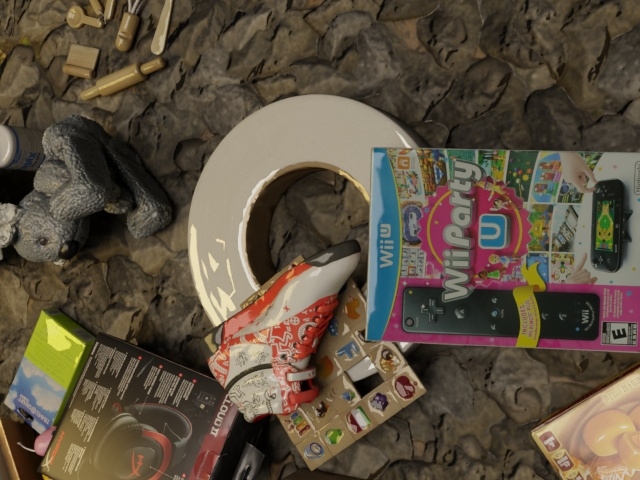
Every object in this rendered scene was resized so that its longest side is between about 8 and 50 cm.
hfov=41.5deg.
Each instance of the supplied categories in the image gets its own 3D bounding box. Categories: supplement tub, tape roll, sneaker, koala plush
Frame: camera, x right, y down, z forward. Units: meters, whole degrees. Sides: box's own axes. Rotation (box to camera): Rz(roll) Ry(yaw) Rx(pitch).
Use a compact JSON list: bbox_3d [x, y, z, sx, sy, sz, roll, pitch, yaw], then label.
[{"bbox_3d":[-0.479,-0.146,1.344,0.071,0.107,0.071,0,91,27],"label":"supplement tub"},{"bbox_3d":[0.000,0.000,1.135,0.392,0.072,0.392,0,91,25],"label":"tape roll"},{"bbox_3d":[-0.023,0.122,1.051,0.270,0.090,0.145,-37,76,25],"label":"sneaker"},{"bbox_3d":[-0.379,-0.051,1.261,0.221,0.196,0.203,-44,62,18],"label":"koala plush"}]

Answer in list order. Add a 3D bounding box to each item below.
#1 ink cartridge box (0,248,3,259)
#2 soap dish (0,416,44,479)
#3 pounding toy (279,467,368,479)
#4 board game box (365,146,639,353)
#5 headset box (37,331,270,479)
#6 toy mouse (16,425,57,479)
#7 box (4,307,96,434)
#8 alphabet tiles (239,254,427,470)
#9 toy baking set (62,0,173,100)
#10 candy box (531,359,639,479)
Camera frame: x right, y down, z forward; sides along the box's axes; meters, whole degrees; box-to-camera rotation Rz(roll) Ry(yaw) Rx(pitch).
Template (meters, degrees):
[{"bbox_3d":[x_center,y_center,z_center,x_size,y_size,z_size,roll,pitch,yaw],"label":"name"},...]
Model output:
[{"bbox_3d":[-0.611,-0.035,1.347,0.273,0.115,0.198,-19,82,54],"label":"ink cartridge box"},{"bbox_3d":[-0.534,0.453,1.374,0.229,0.118,0.291,-26,80,24],"label":"soap dish"},{"bbox_3d":[0.042,0.415,1.107,0.206,0.094,0.181,4,92,26],"label":"pounding toy"},{"bbox_3d":[0.207,0.010,0.970,0.303,0.097,0.224,2,91,6],"label":"board game box"},{"bbox_3d":[-0.219,0.283,1.191,0.293,0.110,0.218,17,79,25],"label":"headset box"},{"bbox_3d":[-0.395,0.336,1.330,0.161,0.031,0.143,32,98,-1],"label":"toy mouse"},{"bbox_3d":[-0.434,0.213,1.363,0.109,0.042,0.178,32,104,22],"label":"box"},{"bbox_3d":[-0.004,0.148,1.095,0.198,0.009,0.237,-39,74,21],"label":"alphabet tiles"},{"bbox_3d":[-0.308,-0.330,1.302,0.256,0.030,0.196,-12,85,26],"label":"toy baking set"},{"bbox_3d":[0.405,0.295,0.932,0.183,0.087,0.316,-39,74,21],"label":"candy box"}]
